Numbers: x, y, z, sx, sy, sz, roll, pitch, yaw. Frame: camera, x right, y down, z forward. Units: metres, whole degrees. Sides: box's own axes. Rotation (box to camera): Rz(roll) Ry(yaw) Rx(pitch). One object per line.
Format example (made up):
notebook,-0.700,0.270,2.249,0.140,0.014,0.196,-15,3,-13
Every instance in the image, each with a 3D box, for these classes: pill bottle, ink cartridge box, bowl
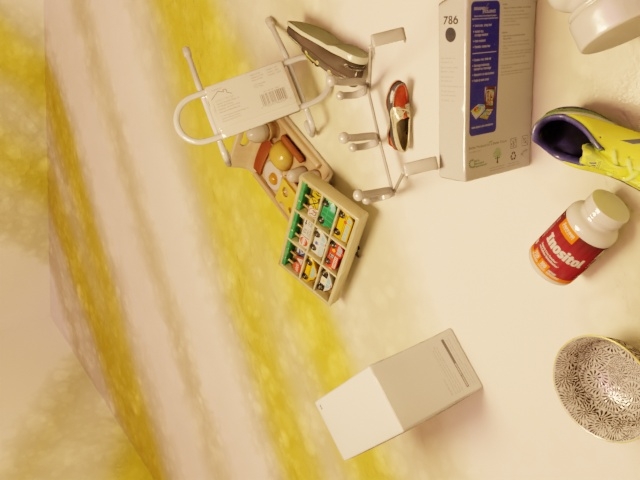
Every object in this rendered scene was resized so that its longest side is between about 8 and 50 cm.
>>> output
pill bottle,0.394,-0.006,1.102,0.086,0.086,0.152,56,140,23
pill bottle,0.354,-0.403,0.946,0.160,0.160,0.283,-28,80,53
ink cartridge box,0.259,-0.268,1.118,0.065,0.165,0.333,20,117,49
bowl,0.453,0.216,1.111,0.170,0.080,0.170,23,120,48

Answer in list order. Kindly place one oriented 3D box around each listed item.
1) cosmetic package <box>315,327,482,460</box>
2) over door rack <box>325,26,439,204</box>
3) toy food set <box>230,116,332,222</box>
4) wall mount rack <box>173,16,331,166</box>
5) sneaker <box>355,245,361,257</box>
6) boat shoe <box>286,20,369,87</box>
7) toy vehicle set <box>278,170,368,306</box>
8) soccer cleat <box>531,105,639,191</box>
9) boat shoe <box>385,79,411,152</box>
cosmetic package,0.150,0.304,1.419,0.224,0.224,0.138,-46,66,50
over door rack,0.091,-0.201,1.279,0.324,0.108,0.240,145,112,-80
toy food set,-0.107,-0.158,1.698,0.306,0.092,0.220,53,139,27
wall mount rack,-0.161,-0.338,1.578,0.130,0.350,0.304,105,144,-84
sneaker,0.075,0.005,1.570,0.098,0.038,0.069,-31,80,61
boat shoe,0.004,-0.386,1.478,0.227,0.081,0.069,39,127,35
toy vehicle set,0.000,0.000,1.584,0.166,0.035,0.267,37,135,23
soccer cleat,0.422,-0.109,0.997,0.289,0.121,0.093,34,128,41
boat shoe,0.151,-0.234,1.366,0.043,0.049,0.137,-134,37,-52
